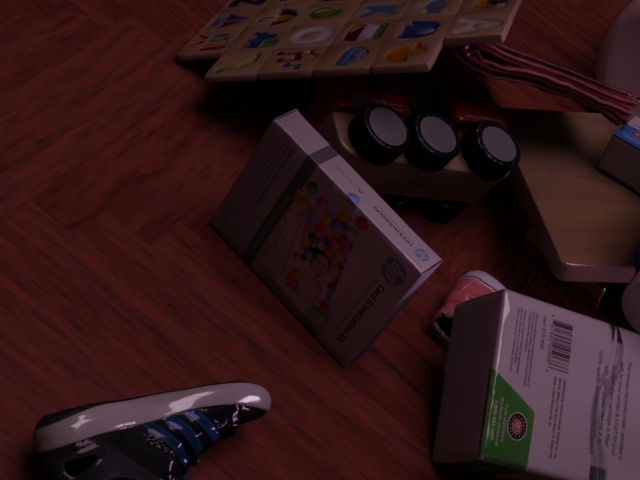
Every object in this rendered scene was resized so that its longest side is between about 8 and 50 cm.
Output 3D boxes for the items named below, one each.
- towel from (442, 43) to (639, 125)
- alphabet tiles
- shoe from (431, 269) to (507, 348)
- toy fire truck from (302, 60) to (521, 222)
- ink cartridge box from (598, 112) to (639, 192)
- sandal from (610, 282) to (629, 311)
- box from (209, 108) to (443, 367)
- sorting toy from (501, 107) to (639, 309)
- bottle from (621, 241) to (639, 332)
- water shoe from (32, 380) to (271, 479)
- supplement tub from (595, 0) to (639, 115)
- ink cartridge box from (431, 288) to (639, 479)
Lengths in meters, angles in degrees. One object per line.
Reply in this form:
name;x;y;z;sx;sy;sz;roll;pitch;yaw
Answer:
towel;0.170;-0.207;1.423;0.237;0.037;0.329;16;11;-27
alphabet tiles;0.037;-0.231;1.315;0.342;0.011;0.285;0;32;21
shoe;0.190;0.107;1.231;0.178;0.063;0.081;37;43;5
toy fire truck;0.062;-0.148;1.343;0.217;0.158;0.246;5;59;-33
ink cartridge box;0.370;-0.098;1.376;0.088;0.052;0.122;34;43;21
sandal;0.536;0.093;1.484;0.445;0.107;0.167;10;41;-11
box;0.000;0.000;1.126;0.186;0.145;0.038;46;42;11
sorting toy;0.328;-0.027;1.392;0.257;0.089;0.255;2;42;-15
bottle;0.369;-0.006;1.221;0.283;0.092;0.118;-42;122;-45
water shoe;-0.121;0.155;0.957;0.203;0.073;0.080;-5;81;-40
supplement tub;0.530;-0.252;1.703;0.235;0.235;0.325;45;39;10
ink cartridge box;0.217;0.148;1.144;0.208;0.087;0.153;19;70;-21
